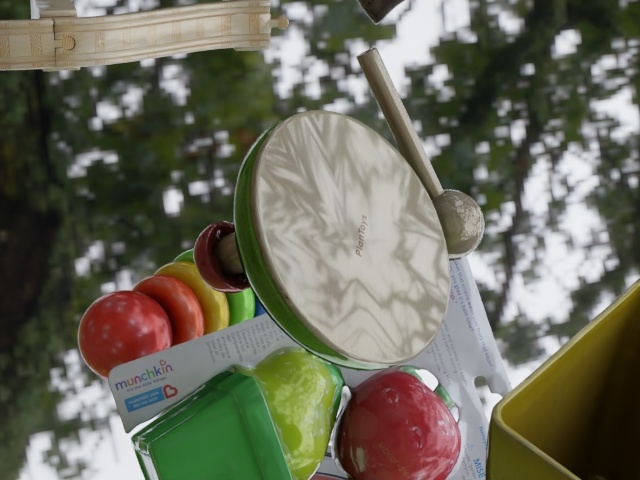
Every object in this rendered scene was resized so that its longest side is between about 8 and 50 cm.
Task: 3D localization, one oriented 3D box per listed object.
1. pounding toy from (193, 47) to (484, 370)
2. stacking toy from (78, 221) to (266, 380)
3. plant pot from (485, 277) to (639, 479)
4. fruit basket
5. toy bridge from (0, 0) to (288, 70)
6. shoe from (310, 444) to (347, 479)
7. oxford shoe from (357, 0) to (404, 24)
[{"bbox_3d":[0.000,0.000,1.210,0.110,0.237,0.183,-26,-75,40],"label":"pounding toy"},{"bbox_3d":[-0.116,0.065,1.747,0.141,0.330,0.141,13,-66,32],"label":"stacking toy"},{"bbox_3d":[0.245,0.193,1.280,0.212,0.212,0.187,37,-41,22],"label":"plant pot"},{"bbox_3d":[0.020,0.208,1.574,0.165,0.353,0.327,-10,-80,68],"label":"fruit basket"},{"bbox_3d":[-0.105,-0.084,0.691,0.063,0.188,0.026,-127,-145,-69],"label":"toy bridge"},{"bbox_3d":[0.031,0.272,1.869,0.063,0.178,0.081,-57,156,-71],"label":"shoe"},{"bbox_3d":[0.153,-0.282,1.614,0.271,0.097,0.098,-18,-80,20],"label":"oxford shoe"}]
